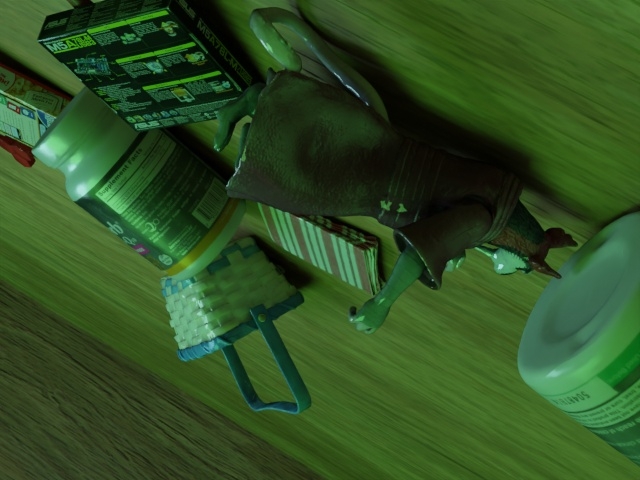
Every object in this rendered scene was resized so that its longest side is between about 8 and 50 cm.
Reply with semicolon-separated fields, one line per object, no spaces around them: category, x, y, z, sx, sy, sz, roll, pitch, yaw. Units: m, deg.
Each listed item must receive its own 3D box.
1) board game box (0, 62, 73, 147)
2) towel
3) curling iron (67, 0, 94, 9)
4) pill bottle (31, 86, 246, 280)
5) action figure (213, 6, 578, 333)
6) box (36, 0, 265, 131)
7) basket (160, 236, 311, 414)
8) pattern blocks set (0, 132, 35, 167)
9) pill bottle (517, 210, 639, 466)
board game box;-0.459;-0.200;1.529;0.193;0.045;0.147;26;154;-1
towel;0.000;0.000;1.387;0.197;0.029;0.144;27;158;21
curling iron;-0.215;-0.237;1.148;0.035;0.068;0.274;11;155;41
pill bottle;-0.253;-0.084;1.373;0.278;0.162;0.162;41;157;-19
action figure;0.089;-0.067;0.999;0.370;0.248;0.276;18;113;6
box;-0.187;-0.199;1.101;0.190;0.045;0.184;-5;146;31
basket;-0.125;0.149;1.592;0.255;0.201;0.289;-17;95;64
pattern blocks set;-0.606;-0.257;1.677;0.285;0.026;0.325;33;158;0
pill bottle;0.387;0.152;0.929;0.361;0.204;0.204;36;158;-7
